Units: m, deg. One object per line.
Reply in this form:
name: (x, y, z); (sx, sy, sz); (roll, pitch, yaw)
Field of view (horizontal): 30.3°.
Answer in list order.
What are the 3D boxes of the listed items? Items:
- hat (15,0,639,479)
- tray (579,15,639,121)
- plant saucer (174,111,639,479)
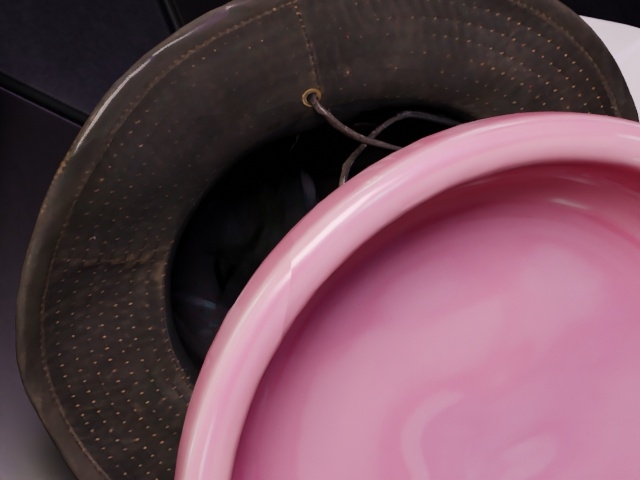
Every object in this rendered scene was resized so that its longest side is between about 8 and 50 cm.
hat: (0.000, 0.000, 0.624); (0.331, 0.331, 0.134); (-9, 23, -19)
tray: (0.099, -0.098, 0.784); (0.270, 0.030, 0.145); (8, 59, -10)
plant saucer: (0.090, 0.103, 0.558); (0.332, 0.084, 0.332); (-4, 103, -17)
